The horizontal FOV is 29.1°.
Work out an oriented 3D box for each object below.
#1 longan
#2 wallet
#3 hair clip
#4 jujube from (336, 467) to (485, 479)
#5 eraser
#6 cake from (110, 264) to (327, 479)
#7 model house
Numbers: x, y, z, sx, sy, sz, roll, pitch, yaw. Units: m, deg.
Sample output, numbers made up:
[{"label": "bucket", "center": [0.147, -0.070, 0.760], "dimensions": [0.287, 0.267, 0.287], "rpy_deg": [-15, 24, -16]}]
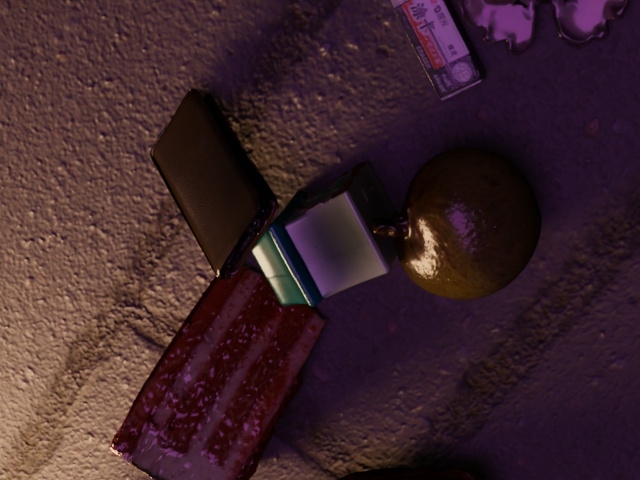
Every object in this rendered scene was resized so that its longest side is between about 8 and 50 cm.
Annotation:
[{"label": "longan", "center": [0.136, -0.017, 1.240], "dimensions": [0.176, 0.145, 0.155], "rpy_deg": [2, 96, -16]}, {"label": "wallet", "center": [-0.116, -0.064, 1.299], "dimensions": [0.110, 0.031, 0.198], "rpy_deg": [-55, 48, 28]}, {"label": "hair clip", "center": [0.274, -0.266, 1.150], "dimensions": [0.300, 0.069, 0.173], "rpy_deg": [-1, 109, 28]}, {"label": "jujube", "center": [0.087, 0.334, 1.401], "dimensions": [0.236, 0.168, 0.168], "rpy_deg": [-24, 102, 8]}, {"label": "eraser", "center": [0.118, -0.206, 1.242], "dimensions": [0.052, 0.029, 0.122], "rpy_deg": [-23, 103, 23]}, {"label": "cake", "center": [-0.107, 0.171, 1.444], "dimensions": [0.158, 0.159, 0.262], "rpy_deg": [31, 81, 3]}, {"label": "model house", "center": [0.000, 0.000, 1.303], "dimensions": [0.149, 0.127, 0.100], "rpy_deg": [-26, 101, 20]}]
